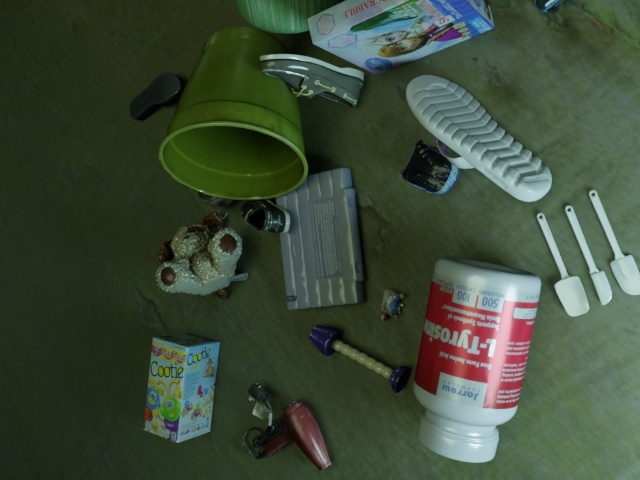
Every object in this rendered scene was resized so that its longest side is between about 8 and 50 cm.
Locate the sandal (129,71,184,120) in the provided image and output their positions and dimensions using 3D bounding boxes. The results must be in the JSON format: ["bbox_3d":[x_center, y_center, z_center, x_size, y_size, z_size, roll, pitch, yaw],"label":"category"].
[{"bbox_3d":[-0.507,-0.453,2.058,0.255,0.055,0.097,-15,74,40],"label":"sandal"}]

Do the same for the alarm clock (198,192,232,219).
[{"bbox_3d":[-0.292,-0.145,1.884,0.129,0.064,0.191,-27,60,25],"label":"alarm clock"}]

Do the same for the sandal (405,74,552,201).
[{"bbox_3d":[0.335,-0.221,1.499,0.416,0.169,0.102,50,146,23],"label":"sandal"}]

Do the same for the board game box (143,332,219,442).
[{"bbox_3d":[-0.407,0.425,1.924,0.142,0.144,0.275,9,93,31],"label":"board game box"}]

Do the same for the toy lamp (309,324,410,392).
[{"bbox_3d":[0.091,0.292,1.662,0.275,0.080,0.080,24,101,30],"label":"toy lamp"}]

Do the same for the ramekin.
[{"bbox_3d":[-0.084,-0.663,1.664,0.304,0.148,0.303,-1,54,2],"label":"ramekin"}]

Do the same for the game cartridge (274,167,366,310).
[{"bbox_3d":[0.000,0.000,1.735,0.230,0.068,0.354,-8,85,27],"label":"game cartridge"}]

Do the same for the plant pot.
[{"bbox_3d":[-0.206,-0.344,1.696,0.367,0.366,0.352,-12,62,31],"label":"plant pot"}]

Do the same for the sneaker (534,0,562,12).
[{"bbox_3d":[0.420,-0.642,1.452,0.341,0.125,0.139,48,117,25],"label":"sneaker"}]

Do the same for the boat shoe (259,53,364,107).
[{"bbox_3d":[-0.017,-0.394,1.613,0.109,0.305,0.091,15,100,50],"label":"boat shoe"}]

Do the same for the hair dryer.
[{"bbox_3d":[-0.085,0.528,1.785,0.294,0.080,0.223,21,116,35],"label":"hair dryer"}]

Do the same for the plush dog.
[{"bbox_3d":[-0.347,0.043,1.899,0.263,0.210,0.225,-30,56,-2],"label":"plush dog"}]

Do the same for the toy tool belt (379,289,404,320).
[{"bbox_3d":[0.178,0.165,1.628,0.051,0.052,0.083,17,99,39],"label":"toy tool belt"}]

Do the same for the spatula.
[{"bbox_3d":[0.568,0.027,1.412,0.168,0.019,0.241,-26,77,29],"label":"spatula"}]

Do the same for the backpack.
[{"bbox_3d":[0.269,-0.165,1.557,0.114,0.084,0.105,34,105,31],"label":"backpack"}]

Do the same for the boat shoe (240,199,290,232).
[{"bbox_3d":[-0.169,-0.071,1.788,0.233,0.079,0.083,23,113,57],"label":"boat shoe"}]

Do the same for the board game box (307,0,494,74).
[{"bbox_3d":[0.189,-0.488,1.476,0.318,0.319,0.065,-15,82,31],"label":"board game box"}]

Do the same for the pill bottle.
[{"bbox_3d":[0.330,0.253,1.431,0.229,0.229,0.407,12,95,31],"label":"pill bottle"}]
